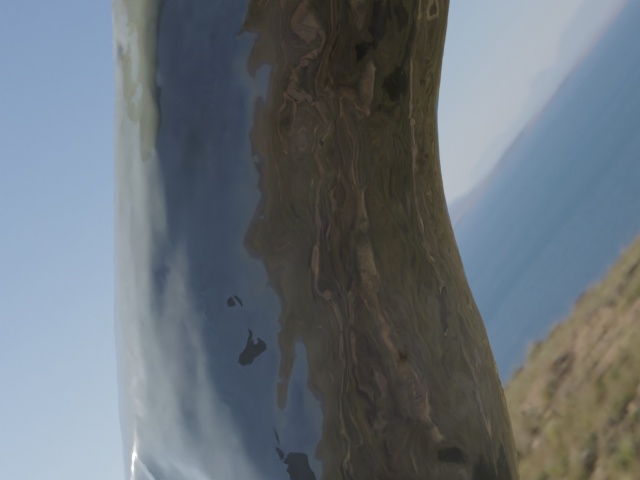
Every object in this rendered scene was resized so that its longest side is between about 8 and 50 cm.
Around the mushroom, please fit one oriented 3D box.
[{"bbox_3d":[-0.002,-0.001,0.347,0.097,0.109,0.351,179,87,-70],"label":"mushroom"}]
